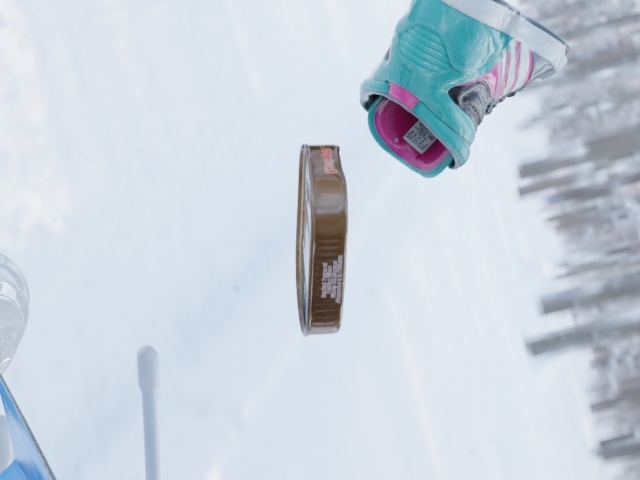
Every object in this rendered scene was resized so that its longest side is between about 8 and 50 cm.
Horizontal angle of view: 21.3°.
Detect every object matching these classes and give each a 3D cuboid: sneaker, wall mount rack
[{"bbox_3d":[0.132,-0.144,1.603,0.123,0.178,0.295,36,10,24],"label":"sneaker"},{"bbox_3d":[-0.223,0.252,1.338,0.130,0.304,0.350,43,26,11],"label":"wall mount rack"}]

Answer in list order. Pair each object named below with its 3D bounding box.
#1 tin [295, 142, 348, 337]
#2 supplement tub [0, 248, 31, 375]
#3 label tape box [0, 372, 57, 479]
[{"bbox_3d":[0.000,0.000,1.491,0.106,0.040,0.190,-105,-166,-48],"label":"tin"},{"bbox_3d":[-0.358,0.012,1.222,0.272,0.191,0.191,41,-5,19],"label":"supplement tub"},{"bbox_3d":[-0.157,0.277,0.966,0.240,0.105,0.334,45,-28,55],"label":"label tape box"}]
